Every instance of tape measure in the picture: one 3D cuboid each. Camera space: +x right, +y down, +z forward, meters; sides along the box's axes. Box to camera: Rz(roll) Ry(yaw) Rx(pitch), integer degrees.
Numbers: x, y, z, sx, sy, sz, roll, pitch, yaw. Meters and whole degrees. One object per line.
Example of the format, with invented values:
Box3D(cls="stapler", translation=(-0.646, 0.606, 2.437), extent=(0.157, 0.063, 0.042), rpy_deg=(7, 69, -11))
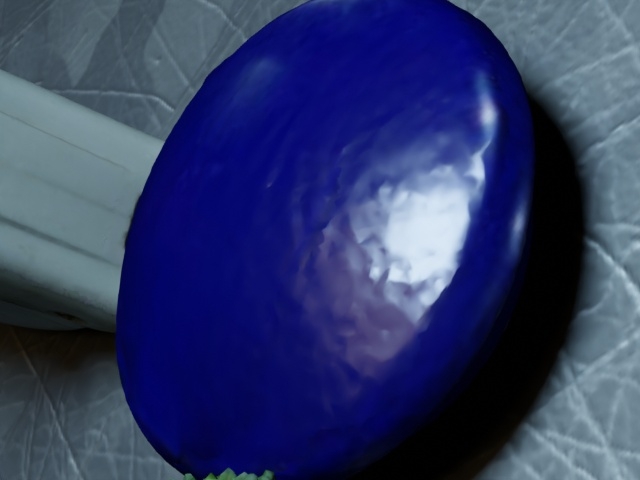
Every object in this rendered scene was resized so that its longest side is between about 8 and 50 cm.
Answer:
Box3D(cls="tape measure", translation=(-0.220, -0.026, 0.990), extent=(0.265, 0.258, 0.130), rpy_deg=(-7, 65, 54))

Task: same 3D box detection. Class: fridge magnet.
Box3D(cls="fridge magnet", translation=(0.000, 0.000, 0.829), extent=(0.265, 0.113, 0.265), rpy_deg=(-25, 52, 37))

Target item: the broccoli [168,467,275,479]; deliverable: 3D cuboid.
Box3D(cls="broccoli", translation=(-0.108, 0.271, 0.688), extent=(0.375, 0.249, 0.302), rpy_deg=(-50, 38, 8))
